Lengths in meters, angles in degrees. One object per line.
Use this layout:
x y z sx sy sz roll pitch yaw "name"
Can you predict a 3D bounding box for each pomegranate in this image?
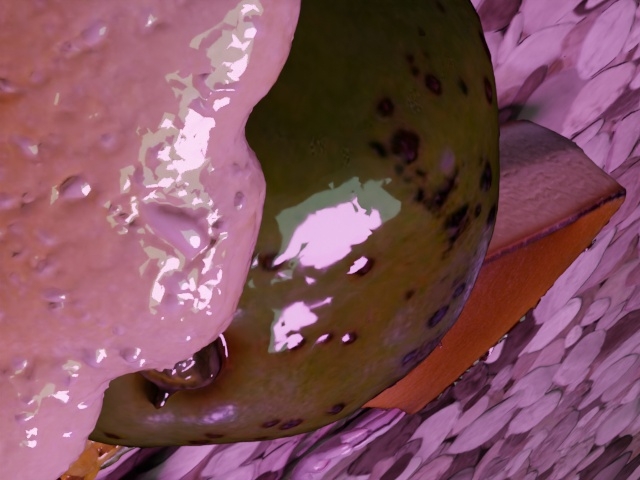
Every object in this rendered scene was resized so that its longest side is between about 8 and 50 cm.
-0.051 -0.048 0.712 0.254 0.270 0.254 0 143 0 "pomegranate"

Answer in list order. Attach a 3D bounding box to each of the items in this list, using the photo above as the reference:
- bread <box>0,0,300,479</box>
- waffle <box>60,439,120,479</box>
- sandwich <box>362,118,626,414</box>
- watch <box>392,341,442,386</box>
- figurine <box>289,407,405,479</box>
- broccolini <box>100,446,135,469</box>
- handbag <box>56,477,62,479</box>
-0.159 -0.036 0.542 0.316 0.054 0.316 -2 117 -5 "bread"
-0.245 0.185 0.997 0.312 0.060 0.307 -28 152 -26 "waffle"
0.078 0.005 1.142 0.220 0.108 0.186 -46 157 11 "sandwich"
-0.003 0.007 0.891 0.102 0.165 0.268 -22 -175 -42 "watch"
-0.030 0.260 1.302 0.284 0.206 0.315 -34 162 5 "figurine"
-0.120 0.136 1.143 0.140 0.035 0.030 -31 150 -24 "broccolini"
-0.183 0.155 0.784 0.151 0.171 0.298 -16 145 -41 "handbag"
